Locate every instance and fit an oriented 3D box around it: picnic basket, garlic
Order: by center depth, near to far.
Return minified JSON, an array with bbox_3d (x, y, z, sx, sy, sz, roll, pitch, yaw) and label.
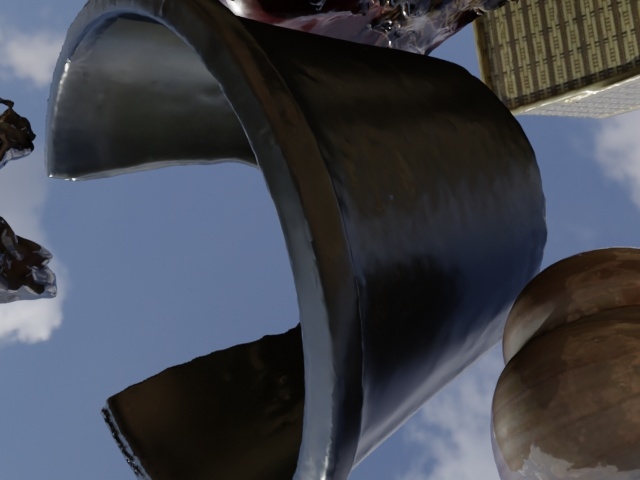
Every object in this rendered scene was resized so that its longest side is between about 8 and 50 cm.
[{"bbox_3d":[0.170,0.111,0.662,0.160,0.191,0.214,37,-136,-12],"label":"garlic"},{"bbox_3d":[0.288,-0.243,1.028,0.175,0.227,0.313,-4,175,-40],"label":"picnic basket"}]

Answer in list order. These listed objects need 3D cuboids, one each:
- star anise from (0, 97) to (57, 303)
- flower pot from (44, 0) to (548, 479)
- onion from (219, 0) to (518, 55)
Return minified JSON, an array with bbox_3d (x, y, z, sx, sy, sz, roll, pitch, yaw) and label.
[{"bbox_3d":[-0.287,-0.018,0.680,0.118,0.331,0.332,-21,-166,48],"label":"star anise"},{"bbox_3d":[0.000,0.000,0.800,0.251,0.379,0.379,-12,-150,-32],"label":"flower pot"},{"bbox_3d":[0.021,-0.266,0.933,0.314,0.314,0.232,-23,-121,-25],"label":"onion"}]
